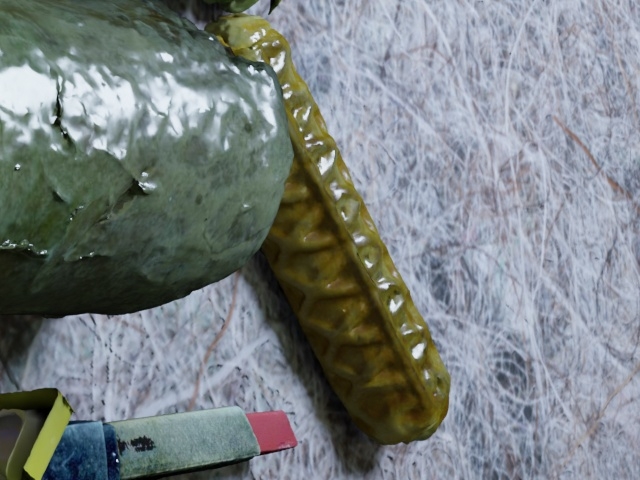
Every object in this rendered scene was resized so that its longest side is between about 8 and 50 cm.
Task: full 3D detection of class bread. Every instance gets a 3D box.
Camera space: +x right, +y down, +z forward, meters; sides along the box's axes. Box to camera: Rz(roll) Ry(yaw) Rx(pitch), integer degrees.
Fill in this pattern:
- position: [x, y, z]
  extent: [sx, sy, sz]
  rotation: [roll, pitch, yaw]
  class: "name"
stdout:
- position: [0.001, 0.000, 1.431]
  extent: [0.084, 0.077, 0.367]
  rotation: [-52, 124, -46]
  class: "bread"

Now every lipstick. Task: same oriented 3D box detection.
- position: [-0.121, 0.137, 1.265]
  extent: [0.312, 0.051, 0.051]
  rotation: [-2, 84, -55]
  class: "lipstick"

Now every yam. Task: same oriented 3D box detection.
- position: [-0.164, -0.050, 1.130]
  extent: [0.300, 0.195, 0.195]
  rotation: [-3, 85, -52]
  class: "yam"

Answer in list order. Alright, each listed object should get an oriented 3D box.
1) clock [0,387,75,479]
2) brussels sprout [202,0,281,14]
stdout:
- position: [-0.228, 0.218, 0.931]
  extent: [0.071, 0.277, 0.293]
  rotation: [67, 24, -58]
  class: "clock"
- position: [-0.063, -0.245, 1.385]
  extent: [0.139, 0.100, 0.181]
  rotation: [22, 66, -36]
  class: "brussels sprout"
